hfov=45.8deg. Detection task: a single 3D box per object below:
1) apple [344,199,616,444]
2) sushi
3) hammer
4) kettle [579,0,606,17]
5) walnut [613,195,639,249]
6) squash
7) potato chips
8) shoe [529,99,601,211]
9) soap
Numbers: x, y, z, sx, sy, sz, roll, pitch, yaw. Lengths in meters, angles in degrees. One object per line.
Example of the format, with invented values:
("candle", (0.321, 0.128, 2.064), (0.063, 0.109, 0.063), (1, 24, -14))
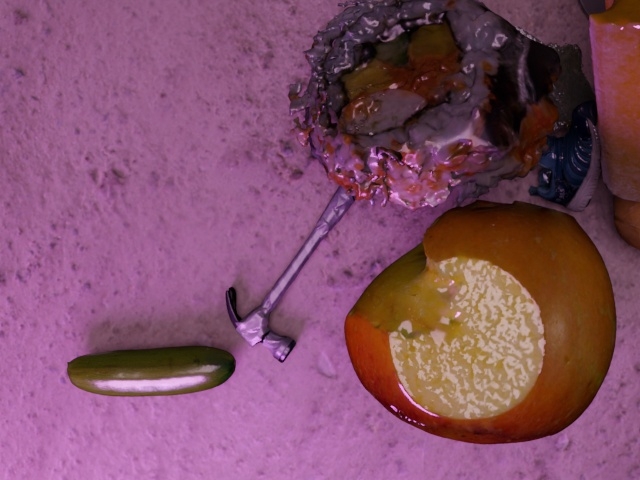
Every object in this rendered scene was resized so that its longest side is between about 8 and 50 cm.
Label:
("apple", (0.234, 0.105, 1.104), (0.384, 0.374, 0.374), (8, 90, -12))
("sushi", (0.145, -0.219, 1.168), (0.418, 0.175, 0.417), (-6, 55, 9))
("hammer", (0.000, 0.000, 1.289), (0.152, 0.044, 0.426), (37, 91, 5))
("kettle", (0.524, -0.411, 1.109), (0.205, 0.318, 0.265), (-41, 87, 2))
("walnut", (0.558, -0.055, 1.182), (0.197, 0.165, 0.165), (-12, 88, 13))
("squash", (-0.285, 0.223, 1.287), (0.293, 0.082, 0.082), (-4, 89, 7))
("potato chips", (0.385, -0.246, 1.251), (0.228, 0.059, 0.167), (19, 81, 5))
("shoe", (0.388, -0.131, 1.188), (0.106, 0.207, 0.091), (13, 52, 10))
("soap", (0.515, -0.198, 0.979), (0.294, 0.335, 0.156), (7, 54, 28))
